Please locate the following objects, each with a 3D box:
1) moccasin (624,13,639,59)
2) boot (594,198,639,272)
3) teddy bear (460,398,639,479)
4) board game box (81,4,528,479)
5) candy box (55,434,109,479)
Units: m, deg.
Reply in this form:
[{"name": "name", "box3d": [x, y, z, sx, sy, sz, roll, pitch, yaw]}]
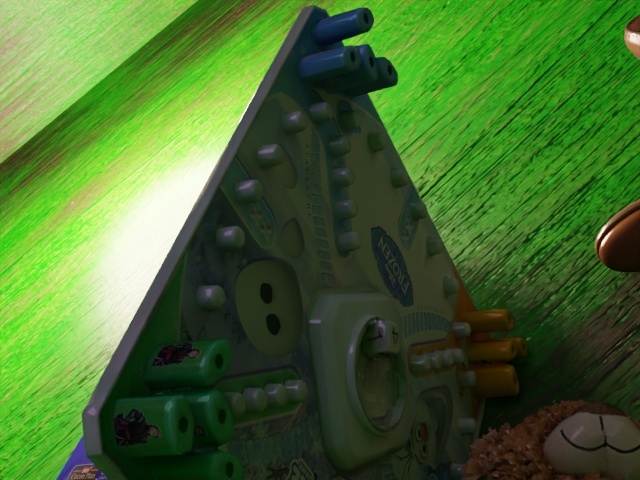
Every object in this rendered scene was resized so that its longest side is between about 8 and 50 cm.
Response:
[{"name": "moccasin", "box3d": [0.479, -0.321, 1.022, 0.380, 0.147, 0.139, -35, 29, 6]}, {"name": "boot", "box3d": [0.313, 0.027, 0.791, 0.197, 0.073, 0.152, -19, 38, 35]}, {"name": "teddy bear", "box3d": [0.188, 0.220, 0.582, 0.245, 0.113, 0.338, -7, 40, 24]}, {"name": "board game box", "box3d": [0.041, 0.093, 0.674, 0.050, 0.390, 0.390, -9, 39, 29]}, {"name": "candy box", "box3d": [-0.087, 0.153, 1.004, 0.268, 0.122, 0.317, -12, 39, 40]}]
